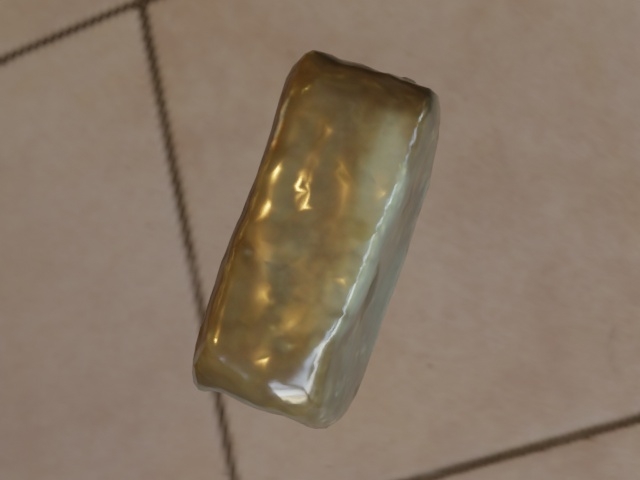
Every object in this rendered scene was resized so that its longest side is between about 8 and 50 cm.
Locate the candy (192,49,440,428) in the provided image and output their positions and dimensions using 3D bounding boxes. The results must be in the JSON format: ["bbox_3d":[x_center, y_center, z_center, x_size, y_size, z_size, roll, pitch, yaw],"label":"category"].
[{"bbox_3d":[0.000,0.000,1.236,0.104,0.102,0.234,20,88,10],"label":"candy"}]
